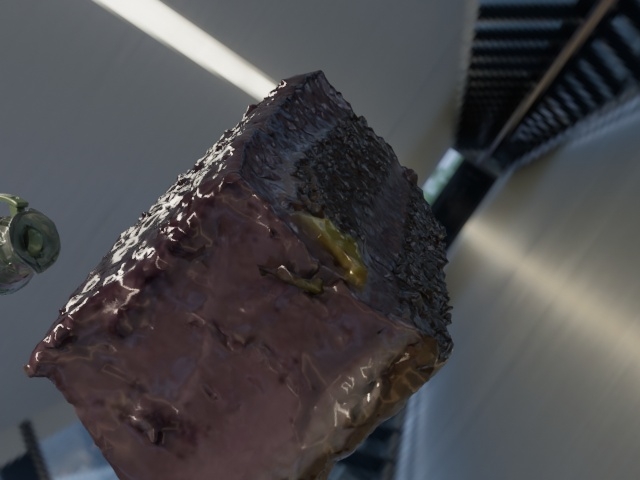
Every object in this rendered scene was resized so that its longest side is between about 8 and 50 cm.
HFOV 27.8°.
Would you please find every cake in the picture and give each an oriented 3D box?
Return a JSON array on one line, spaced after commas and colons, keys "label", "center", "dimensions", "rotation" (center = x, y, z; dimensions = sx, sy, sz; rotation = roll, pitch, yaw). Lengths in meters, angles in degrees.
[{"label": "cake", "center": [0.000, 0.000, 0.529], "dimensions": [0.113, 0.116, 0.295], "rotation": [-37, 9, 25]}]

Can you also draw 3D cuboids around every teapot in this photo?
[{"label": "teapot", "center": [-0.244, -0.002, 1.025], "dimensions": [0.064, 0.083, 0.064], "rotation": [-20, -12, 38]}]
